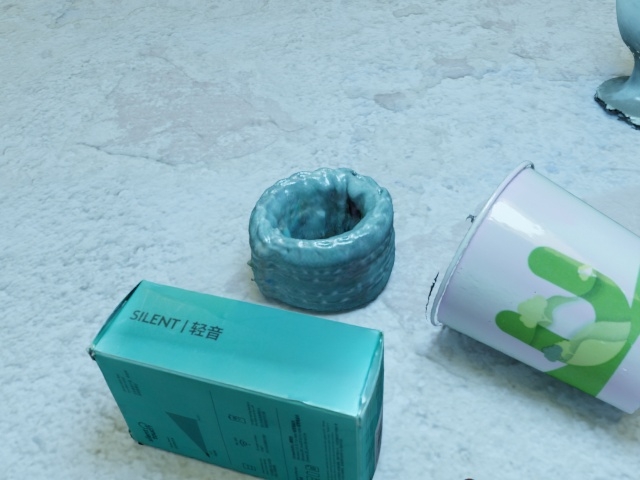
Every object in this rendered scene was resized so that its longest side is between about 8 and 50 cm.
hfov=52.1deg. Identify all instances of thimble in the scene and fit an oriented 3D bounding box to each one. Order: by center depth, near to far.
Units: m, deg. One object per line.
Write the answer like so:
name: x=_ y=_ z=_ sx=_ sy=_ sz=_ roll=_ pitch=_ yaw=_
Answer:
thimble: x=0.000 y=0.000 z=0.982 sx=0.235 sy=0.143 sz=0.198 roll=-23 pitch=46 yaw=-15

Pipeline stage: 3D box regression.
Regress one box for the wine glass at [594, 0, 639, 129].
wine glass: x=0.618 y=-0.393 z=1.183 sx=0.190 sy=0.357 sz=0.190 roll=-3 pitch=41 yaw=2

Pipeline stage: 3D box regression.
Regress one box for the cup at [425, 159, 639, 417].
cup: x=0.314 y=0.067 z=0.834 sx=0.274 sy=0.253 sz=0.253 roll=32 pitch=54 yaw=21

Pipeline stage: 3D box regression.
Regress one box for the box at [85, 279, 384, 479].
box: x=-0.083 y=0.175 z=0.764 sx=0.311 sy=0.205 sz=0.118 roll=10 pitch=44 yaw=15

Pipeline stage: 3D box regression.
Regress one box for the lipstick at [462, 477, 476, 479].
lipstick: x=0.124 y=0.299 z=0.742 sx=0.129 sy=0.030 sz=0.030 roll=-20 pitch=46 yaw=-15
